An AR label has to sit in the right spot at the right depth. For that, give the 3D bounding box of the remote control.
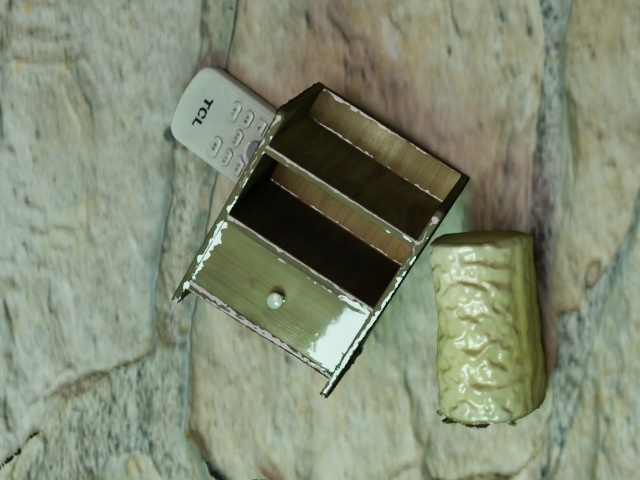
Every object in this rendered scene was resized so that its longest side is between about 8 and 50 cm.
[{"bbox_3d":[-0.065,-0.093,1.538,0.190,0.029,0.087,39,111,18],"label":"remote control"}]

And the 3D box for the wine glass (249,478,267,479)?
[{"bbox_3d":[-0.067,0.287,1.581,0.039,0.042,0.083,37,117,50],"label":"wine glass"}]

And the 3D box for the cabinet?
[{"bbox_3d":[0.000,0.000,1.430,0.175,0.148,0.215,33,111,5],"label":"cabinet"}]

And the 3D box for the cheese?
[{"bbox_3d":[0.149,0.076,1.400,0.094,0.123,0.167,-2,98,31],"label":"cheese"}]
